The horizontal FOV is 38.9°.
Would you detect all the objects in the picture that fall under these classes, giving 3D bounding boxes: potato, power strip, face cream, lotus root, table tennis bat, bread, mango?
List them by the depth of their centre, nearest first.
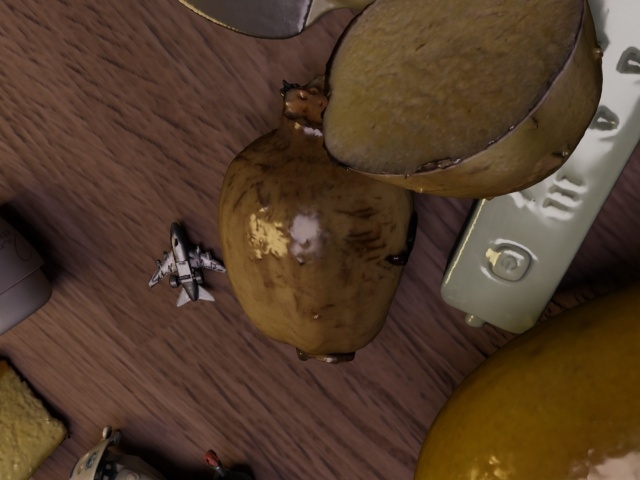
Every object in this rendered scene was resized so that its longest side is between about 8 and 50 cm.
[{"bbox_3d":[0.103,-0.092,0.611,0.202,0.182,0.117,10,158,48],"label":"potato"},{"bbox_3d":[0.187,-0.081,0.672,0.091,0.062,0.385,23,121,5],"label":"power strip"},{"bbox_3d":[-0.018,-0.209,0.679,0.246,0.022,0.138,22,122,3],"label":"table tennis bat"},{"bbox_3d":[0.261,0.155,0.696,0.301,0.221,0.445,31,112,-14],"label":"mango"},{"bbox_3d":[0.000,0.000,0.724,0.154,0.140,0.257,8,126,18],"label":"lotus root"},{"bbox_3d":[-0.318,0.038,0.843,0.117,0.117,0.104,-26,102,26],"label":"face cream"},{"bbox_3d":[-0.372,0.205,0.985,0.147,0.127,0.152,52,152,-18],"label":"bread"}]

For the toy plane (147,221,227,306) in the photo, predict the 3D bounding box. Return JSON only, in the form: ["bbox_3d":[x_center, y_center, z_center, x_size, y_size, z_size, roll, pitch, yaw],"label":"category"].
[{"bbox_3d":[-0.124,0.023,0.833,0.078,0.031,0.083,-10,119,3],"label":"toy plane"}]

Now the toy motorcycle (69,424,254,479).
[{"bbox_3d":[-0.172,0.269,0.951,0.221,0.102,0.150,7,141,14],"label":"toy motorcycle"}]
